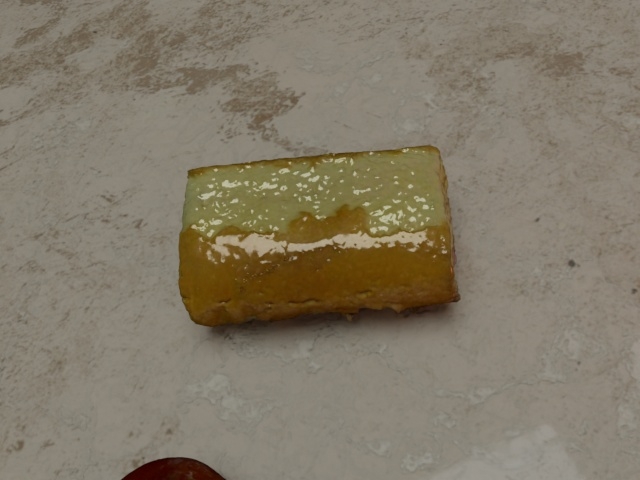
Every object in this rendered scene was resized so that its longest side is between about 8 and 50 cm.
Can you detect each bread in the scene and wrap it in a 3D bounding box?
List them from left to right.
[{"bbox_3d":[0.000,0.000,1.036,0.375,0.165,0.237,-6,58,5],"label":"bread"}]

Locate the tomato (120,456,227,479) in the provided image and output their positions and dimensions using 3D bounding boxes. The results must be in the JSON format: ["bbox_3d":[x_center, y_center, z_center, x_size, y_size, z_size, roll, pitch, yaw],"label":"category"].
[{"bbox_3d":[-0.172,0.332,0.836,0.232,0.140,0.200,18,39,25],"label":"tomato"}]
